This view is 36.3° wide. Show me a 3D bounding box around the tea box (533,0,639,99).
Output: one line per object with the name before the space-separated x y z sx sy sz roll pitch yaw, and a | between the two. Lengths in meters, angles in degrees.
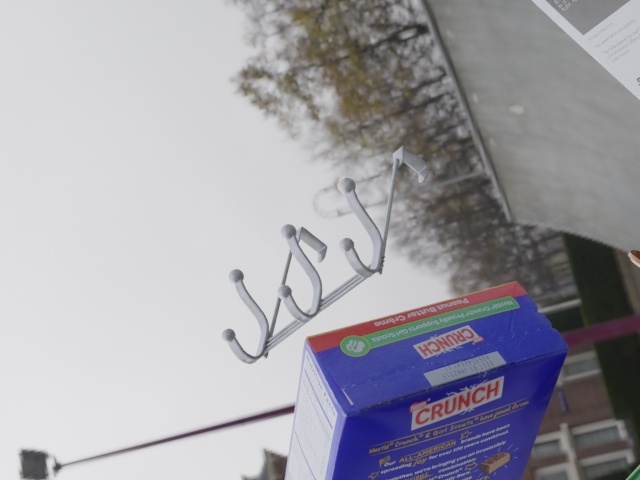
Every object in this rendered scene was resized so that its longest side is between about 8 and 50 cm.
tea box | 0.448 -0.361 1.032 0.220 0.323 0.329 41 162 -5

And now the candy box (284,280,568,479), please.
candy box | 0.105 0.221 1.093 0.122 0.268 0.317 -122 30 -41

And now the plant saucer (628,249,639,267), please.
plant saucer | 0.507 0.039 1.486 0.083 0.083 0.013 -52 -16 -72

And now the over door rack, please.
over door rack | 0.000 0.000 1.308 0.108 0.239 0.324 47 -149 -10

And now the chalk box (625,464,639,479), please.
chalk box | 0.501 0.295 1.166 0.180 0.289 0.179 8 -146 -52
